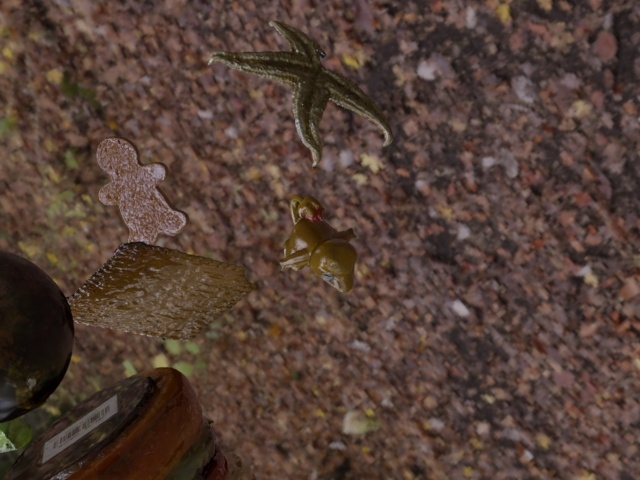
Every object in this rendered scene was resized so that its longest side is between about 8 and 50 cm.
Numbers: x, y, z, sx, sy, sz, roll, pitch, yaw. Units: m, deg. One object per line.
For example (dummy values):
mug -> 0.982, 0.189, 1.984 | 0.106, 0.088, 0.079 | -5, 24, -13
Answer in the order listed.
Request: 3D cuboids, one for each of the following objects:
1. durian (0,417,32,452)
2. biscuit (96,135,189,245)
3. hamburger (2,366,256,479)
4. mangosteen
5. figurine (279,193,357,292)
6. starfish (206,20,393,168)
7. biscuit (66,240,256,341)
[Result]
durian -> -0.649, 0.316, 1.717 | 0.250, 0.101, 0.139 | 29, 120, 20
biscuit -> -0.384, -0.108, 1.932 | 0.250, 0.165, 0.036 | 61, -166, -15
hamburger -> -0.258, 0.351, 1.226 | 0.250, 0.330, 0.330 | 57, 151, -15
mangosteen -> -0.365, 0.110, 1.019 | 0.192, 0.192, 0.217 | 52, 168, 8
figurine -> 0.000, -0.003, 1.276 | 0.176, 0.121, 0.122 | 40, 150, 62
starfish -> -0.017, -0.198, 1.227 | 0.247, 0.138, 0.050 | 44, 154, 8
biscuit -> -0.227, 0.079, 1.307 | 0.232, 0.237, 0.013 | -38, 51, 37
